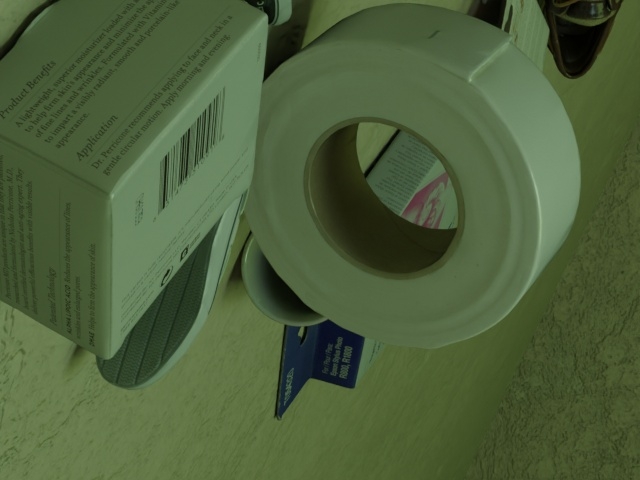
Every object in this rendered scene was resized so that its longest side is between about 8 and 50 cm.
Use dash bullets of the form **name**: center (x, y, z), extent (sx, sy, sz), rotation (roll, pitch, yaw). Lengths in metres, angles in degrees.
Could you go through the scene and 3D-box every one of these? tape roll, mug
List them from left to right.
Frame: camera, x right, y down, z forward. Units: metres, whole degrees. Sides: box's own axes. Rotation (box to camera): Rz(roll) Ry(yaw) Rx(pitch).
- **mug**: center (0.007, 0.007, 1.830), extent (0.150, 0.113, 0.169), rotation (-62, 169, 7)
- **tape roll**: center (0.073, -0.055, 1.586), extent (0.100, 0.286, 0.286), rotation (-42, 156, -52)

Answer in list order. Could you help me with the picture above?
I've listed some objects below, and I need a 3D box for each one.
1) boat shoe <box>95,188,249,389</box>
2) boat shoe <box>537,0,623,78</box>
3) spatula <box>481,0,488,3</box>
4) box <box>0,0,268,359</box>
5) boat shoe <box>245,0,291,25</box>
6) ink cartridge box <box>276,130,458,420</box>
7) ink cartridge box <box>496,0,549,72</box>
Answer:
- **boat shoe**: center (-0.105, 0.017, 1.500), extent (0.226, 0.083, 0.076), rotation (-63, 165, 3)
- **boat shoe**: center (0.325, -0.312, 2.242), extent (0.342, 0.123, 0.123), rotation (103, -16, -62)
- **spatula**: center (0.227, -0.377, 2.058), extent (0.168, 0.019, 0.242), rotation (-56, 165, -24)
- **box**: center (-0.133, -0.057, 1.192), extent (0.181, 0.119, 0.182), rotation (-53, 164, -33)
- **boat shoe**: center (-0.049, -0.200, 1.384), extent (0.040, 0.049, 0.142), rotation (-24, 158, -9)
- **ink cartridge box**: center (0.069, 0.026, 2.164), extent (0.330, 0.071, 0.324), rotation (-55, 165, -32)
- **ink cartridge box**: center (0.211, -0.208, 2.163), extent (0.224, 0.056, 0.181), rotation (42, 56, -65)
